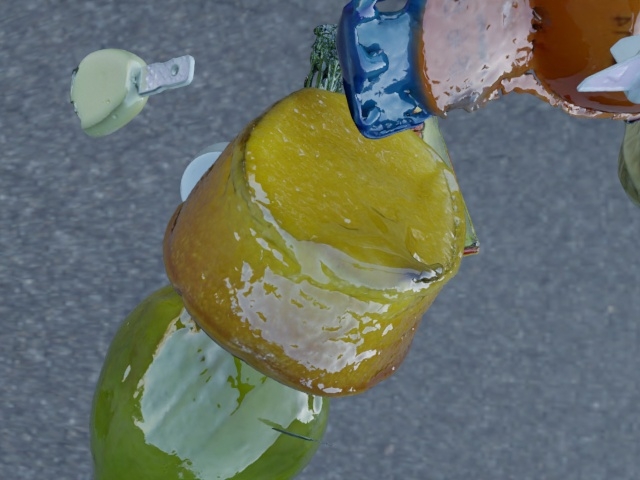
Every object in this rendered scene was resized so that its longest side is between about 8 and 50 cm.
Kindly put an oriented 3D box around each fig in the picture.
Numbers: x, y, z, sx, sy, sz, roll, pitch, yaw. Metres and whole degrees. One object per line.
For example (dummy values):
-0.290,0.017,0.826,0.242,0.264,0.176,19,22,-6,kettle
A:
-0.162,0.229,1.667,0.343,0.343,0.343,2,86,-41,fig

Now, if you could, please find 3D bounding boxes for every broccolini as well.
-0.008,-0.177,2.053,0.074,0.079,0.392,-2,121,-29,broccolini

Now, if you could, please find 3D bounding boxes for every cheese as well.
0.169,-0.152,0.760,0.329,0.129,0.217,-19,130,-9,cheese
-0.259,-0.214,1.679,0.050,0.255,0.127,16,76,-42,cheese

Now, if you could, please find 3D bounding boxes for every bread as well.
0.000,0.000,0.865,0.195,0.143,0.270,34,30,-1,bread

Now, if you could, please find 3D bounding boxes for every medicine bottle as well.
-0.126,-0.082,1.792,0.250,0.131,0.131,-33,115,-81,medicine bottle

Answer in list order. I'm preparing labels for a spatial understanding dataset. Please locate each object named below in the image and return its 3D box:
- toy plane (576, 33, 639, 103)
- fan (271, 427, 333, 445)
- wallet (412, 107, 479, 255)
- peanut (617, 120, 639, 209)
0.214,-0.125,0.619,0.162,0.171,0.066,11,51,-42,toy plane
-0.028,0.242,1.506,0.060,0.080,0.003,24,77,-35,fan
0.111,-0.077,1.590,0.067,0.141,0.241,71,4,-62,wallet
0.341,-0.116,1.185,0.120,0.136,0.298,29,36,-29,peanut
